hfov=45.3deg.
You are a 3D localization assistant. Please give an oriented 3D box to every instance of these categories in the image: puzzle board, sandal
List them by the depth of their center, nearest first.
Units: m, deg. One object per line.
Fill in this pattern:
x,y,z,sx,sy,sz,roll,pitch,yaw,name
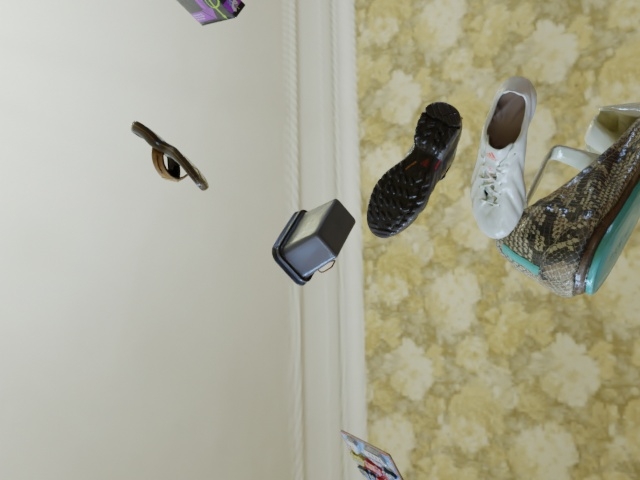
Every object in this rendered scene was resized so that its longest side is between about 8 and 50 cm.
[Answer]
0.083,0.345,1.172,0.011,0.128,0.096,-37,-67,-25,puzzle board
-0.291,-0.150,1.441,0.060,0.219,0.090,-51,-22,-3,sandal

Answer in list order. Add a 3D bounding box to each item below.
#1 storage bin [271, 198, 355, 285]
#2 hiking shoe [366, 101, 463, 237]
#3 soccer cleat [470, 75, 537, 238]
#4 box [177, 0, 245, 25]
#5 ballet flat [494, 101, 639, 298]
0.000,0.000,1.250,0.098,0.091,0.135,49,-140,-16,storage bin
0.157,-0.098,1.183,0.227,0.086,0.114,-58,-23,11,hiking shoe
0.208,-0.092,0.891,0.076,0.068,0.196,-35,-46,-60,soccer cleat
-0.194,-0.372,1.079,0.162,0.116,0.029,42,-105,-30,box
0.410,-0.099,1.065,0.483,0.182,0.164,-35,-42,-31,ballet flat
